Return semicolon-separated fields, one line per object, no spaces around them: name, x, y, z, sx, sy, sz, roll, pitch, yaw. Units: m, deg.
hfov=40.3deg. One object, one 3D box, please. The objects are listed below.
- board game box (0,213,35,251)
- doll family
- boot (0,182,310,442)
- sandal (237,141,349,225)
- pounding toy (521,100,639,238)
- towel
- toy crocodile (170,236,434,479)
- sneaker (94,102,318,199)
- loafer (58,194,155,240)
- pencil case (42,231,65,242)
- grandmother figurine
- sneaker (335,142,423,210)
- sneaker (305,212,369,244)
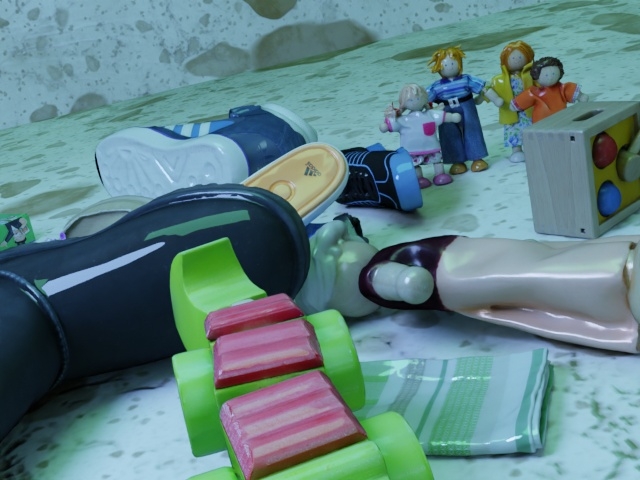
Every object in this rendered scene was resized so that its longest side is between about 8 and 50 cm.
board game box;-0.610;0.017;1.296;0.317;0.046;0.213;1;22;35
doll family;0.209;-0.175;1.140;0.262;0.163;0.118;-9;19;9
boot;-0.232;0.107;0.612;0.366;0.146;0.445;-16;12;22
sandal;-0.086;-0.024;0.860;0.265;0.076;0.102;-42;67;-12
pounding toy;0.290;-0.087;0.882;0.141;0.130;0.100;-26;23;-36
towel;0.081;0.110;0.607;0.151;0.023;0.113;-5;19;21
toy crocodile;-0.022;0.092;0.473;0.115;0.105;0.340;-15;21;-9
sneaker;-0.157;-0.131;1.317;0.322;0.130;0.236;3;20;40
loafer;-0.195;0.006;0.970;0.268;0.102;0.092;-2;15;26
pencil case;-0.347;0.063;0.919;0.206;0.088;0.086;-24;13;-29
grandmother figurine;0.113;0.032;0.717;0.342;0.104;0.207;-1;-6;38
sneaker;0.058;-0.073;1.083;0.090;0.082;0.232;-17;12;-6
sneaker;0.000;0.001;0.919;0.084;0.058;0.152;-24;25;-15
